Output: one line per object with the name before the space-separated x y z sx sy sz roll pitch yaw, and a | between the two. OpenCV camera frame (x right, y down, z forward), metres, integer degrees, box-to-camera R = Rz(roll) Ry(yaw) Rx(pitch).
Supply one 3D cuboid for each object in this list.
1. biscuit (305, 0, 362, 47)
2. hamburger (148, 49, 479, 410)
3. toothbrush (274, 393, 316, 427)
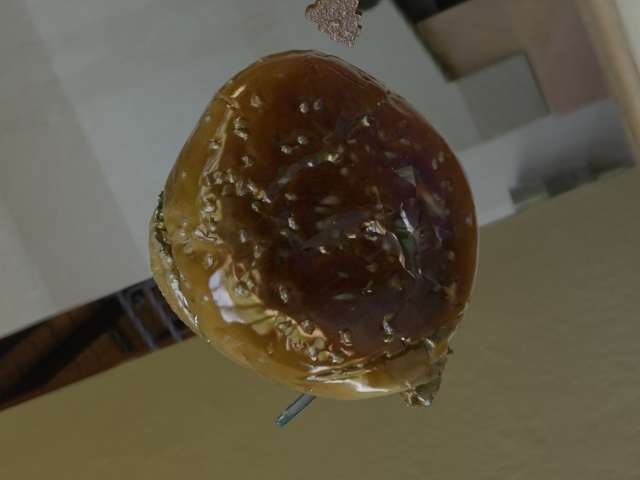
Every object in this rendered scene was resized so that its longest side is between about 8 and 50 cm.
biscuit | 0.027 -0.302 1.549 0.092 0.082 0.016 52 -146 -37
hamburger | 0.000 0.000 0.862 0.286 0.243 0.146 69 159 -2
toothbrush | 0.024 0.103 0.976 0.011 0.167 0.014 44 163 15
